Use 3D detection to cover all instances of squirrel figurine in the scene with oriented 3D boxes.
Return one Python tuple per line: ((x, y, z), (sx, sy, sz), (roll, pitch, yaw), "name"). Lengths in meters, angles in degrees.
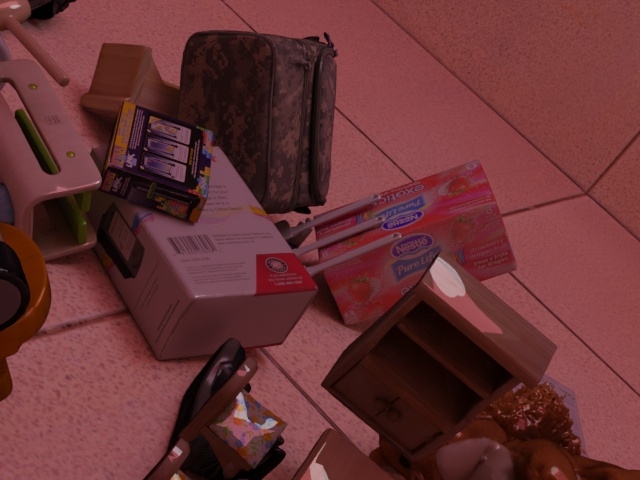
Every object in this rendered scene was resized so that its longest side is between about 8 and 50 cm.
((0.257, 0.335, 1.613), (0.370, 0.281, 0.397), (31, 8, 10), "squirrel figurine")

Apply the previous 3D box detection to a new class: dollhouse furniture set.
((-0.074, -0.021, 1.939), (0.114, 0.081, 0.091), (35, 24, -5), "dollhouse furniture set")
((0.056, 0.241, 1.252), (0.362, 0.256, 0.394), (40, 48, -1), "dollhouse furniture set")

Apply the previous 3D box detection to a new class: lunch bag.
((-0.082, -0.194, 1.899), (0.213, 0.305, 0.256), (6, 5, 33), "lunch bag")

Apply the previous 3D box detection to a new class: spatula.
((0.000, 0.000, 1.862), (0.168, 0.242, 0.019), (-110, 177, -55), "spatula")

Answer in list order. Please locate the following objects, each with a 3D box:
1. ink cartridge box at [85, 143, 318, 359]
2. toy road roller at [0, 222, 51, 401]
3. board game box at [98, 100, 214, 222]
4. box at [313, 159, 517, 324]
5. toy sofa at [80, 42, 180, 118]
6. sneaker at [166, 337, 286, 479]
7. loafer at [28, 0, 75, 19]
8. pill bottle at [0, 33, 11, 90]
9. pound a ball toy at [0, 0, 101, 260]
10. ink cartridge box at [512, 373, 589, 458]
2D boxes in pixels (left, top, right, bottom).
((-0.182, 0.009, 1.638), (0.226, 0.131, 0.306), (-3, 44, -41), "ink cartridge box")
((-0.438, 0.078, 1.173), (0.330, 0.240, 0.202), (-18, 49, -17), "toy road roller")
((-0.223, -0.110, 1.602), (0.141, 0.048, 0.170), (18, 35, -13), "board game box")
((0.152, 0.004, 1.917), (0.154, 0.300, 0.142), (-97, 166, -58), "box")
((-0.222, -0.203, 2.011), (0.363, 0.177, 0.150), (16, 0, -40), "toy sofa")
((-0.107, 0.221, 1.453), (0.130, 0.087, 0.227), (33, 27, -14), "sneaker")
((-0.514, -0.416, 2.063), (0.084, 0.096, 0.267), (60, 33, 2), "loafer")
((-0.572, -0.325, 1.713), (0.152, 0.152, 0.272), (10, 36, -47), "pill bottle")
((-0.410, -0.154, 1.557), (0.136, 0.208, 0.319), (-15, 53, -27), "pound a ball toy")
((0.360, 0.290, 2.025), (0.223, 0.045, 0.224), (31, 25, -12), "ink cartridge box")
